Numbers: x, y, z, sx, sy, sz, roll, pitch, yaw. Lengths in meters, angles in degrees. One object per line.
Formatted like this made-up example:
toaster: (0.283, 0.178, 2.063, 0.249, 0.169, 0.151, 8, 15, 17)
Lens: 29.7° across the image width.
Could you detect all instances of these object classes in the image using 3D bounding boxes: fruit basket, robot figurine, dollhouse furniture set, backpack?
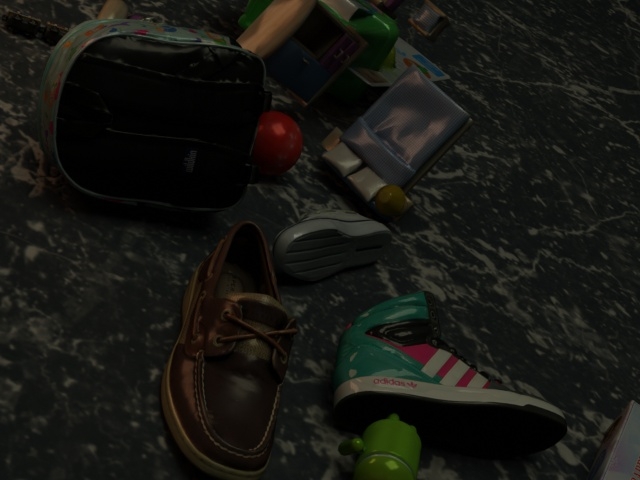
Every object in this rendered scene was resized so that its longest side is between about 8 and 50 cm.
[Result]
fruit basket: (0.038, -0.365, 2.011, 0.327, 0.165, 0.353, 40, 30, 16)
robot figurine: (0.071, 0.237, 1.283, 0.101, 0.067, 0.115, 37, 31, -11)
dollhouse furniture set: (0.085, -0.227, 1.680, 0.303, 0.286, 0.198, 49, 9, 24)
backpack: (-0.214, -0.157, 1.464, 0.253, 0.225, 0.191, 2, 19, -30)

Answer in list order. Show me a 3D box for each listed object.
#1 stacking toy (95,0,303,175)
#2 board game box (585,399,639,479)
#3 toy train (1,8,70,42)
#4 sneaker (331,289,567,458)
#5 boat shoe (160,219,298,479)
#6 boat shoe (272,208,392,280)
stacking toy: (-0.175, -0.188, 1.642, 0.330, 0.141, 0.141, 30, 31, -14)
board game box: (0.445, 0.371, 1.397, 0.318, 0.066, 0.318, 36, 33, 9)
toy train: (-0.371, -0.293, 1.704, 0.158, 0.027, 0.036, 16, 31, -22)
sneaker: (0.144, 0.150, 1.422, 0.295, 0.124, 0.178, 14, 45, -22)
boat shoe: (-0.088, 0.103, 1.287, 0.123, 0.123, 0.342, 21, 33, -14)
boat shoe: (0.000, 0.000, 1.562, 0.075, 0.083, 0.226, 35, 19, 30)
